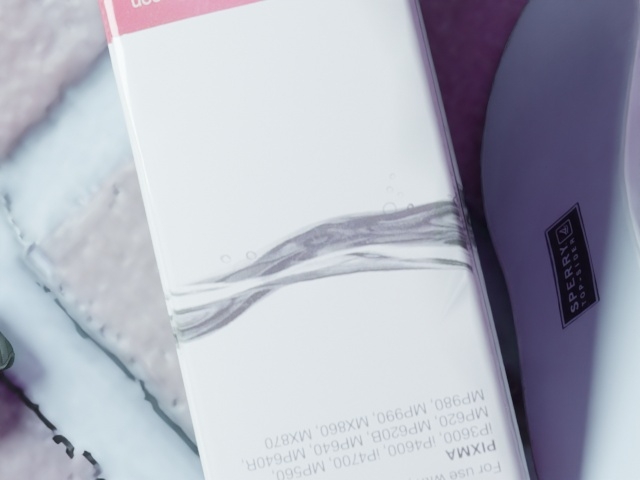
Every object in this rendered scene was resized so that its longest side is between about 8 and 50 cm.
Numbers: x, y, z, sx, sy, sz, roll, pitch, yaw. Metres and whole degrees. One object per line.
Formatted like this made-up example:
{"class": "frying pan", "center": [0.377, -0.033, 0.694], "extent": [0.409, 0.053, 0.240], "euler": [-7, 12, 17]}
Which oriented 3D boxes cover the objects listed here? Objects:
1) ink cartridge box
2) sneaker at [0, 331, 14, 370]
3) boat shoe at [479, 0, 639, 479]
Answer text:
{"class": "ink cartridge box", "center": [0.000, 0.000, 0.552], "extent": [0.092, 0.158, 0.218], "euler": [-15, 86, 2]}
{"class": "sneaker", "center": [-0.140, 0.060, 0.622], "extent": [0.035, 0.031, 0.083], "euler": [36, 90, 4]}
{"class": "boat shoe", "center": [0.107, 0.001, 0.556], "extent": [0.076, 0.228, 0.080], "euler": [27, 129, -28]}
